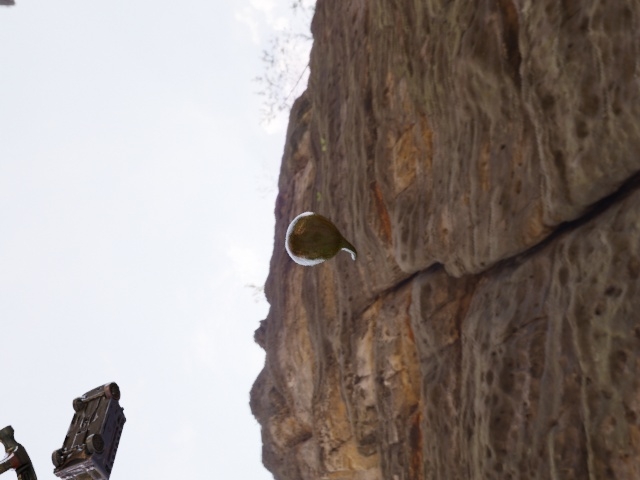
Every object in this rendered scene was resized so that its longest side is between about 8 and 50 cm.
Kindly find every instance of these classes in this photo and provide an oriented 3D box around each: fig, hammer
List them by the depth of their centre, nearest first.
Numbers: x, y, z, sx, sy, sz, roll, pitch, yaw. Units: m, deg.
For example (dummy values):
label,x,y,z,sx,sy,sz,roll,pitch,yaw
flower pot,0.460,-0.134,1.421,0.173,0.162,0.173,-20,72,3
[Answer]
label,x,y,z,sx,sy,sz,roll,pitch,yaw
hammer,-0.467,0.328,0.758,0.033,0.287,0.111,-33,-94,-13
fig,0.000,0.000,0.765,0.098,0.084,0.082,3,-134,15

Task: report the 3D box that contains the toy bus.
label,x,y,z,sx,sy,sz,roll,pitch,yaw
toy bus,-0.356,0.303,0.860,0.073,0.167,0.076,-23,-63,5
